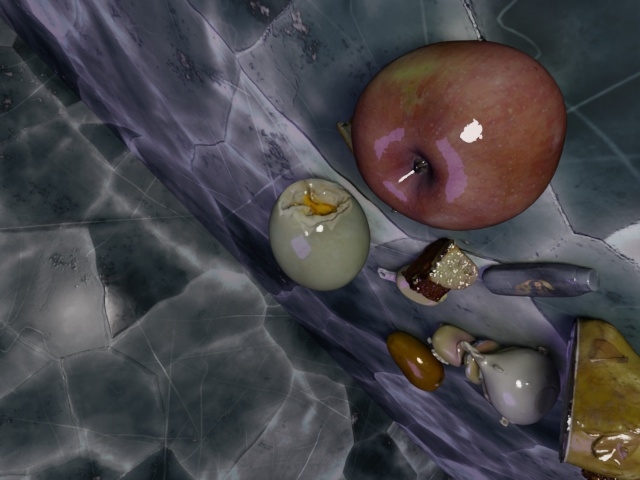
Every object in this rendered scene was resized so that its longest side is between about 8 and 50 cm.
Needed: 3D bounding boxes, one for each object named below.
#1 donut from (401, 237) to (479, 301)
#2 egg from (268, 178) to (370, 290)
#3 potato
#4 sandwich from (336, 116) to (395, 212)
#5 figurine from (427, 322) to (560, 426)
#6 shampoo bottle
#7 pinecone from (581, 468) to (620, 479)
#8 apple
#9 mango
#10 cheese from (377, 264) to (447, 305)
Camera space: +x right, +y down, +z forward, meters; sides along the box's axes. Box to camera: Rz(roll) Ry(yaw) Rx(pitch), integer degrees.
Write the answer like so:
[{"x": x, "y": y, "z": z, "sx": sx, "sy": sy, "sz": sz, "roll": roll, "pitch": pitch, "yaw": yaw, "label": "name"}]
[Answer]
[{"x": 0.303, "y": 0.073, "z": 1.027, "sx": 0.126, "sy": 0.144, "sz": 0.187, "roll": 38, "pitch": 116, "yaw": -6, "label": "donut"}, {"x": 0.000, "y": 0.000, "z": 1.142, "sx": 0.278, "sy": 0.278, "sz": 0.336, "roll": 29, "pitch": 150, "yaw": 26, "label": "egg"}, {"x": 0.600, "y": 0.322, "z": 0.822, "sx": 0.196, "sy": 0.300, "sz": 0.246, "roll": 7, "pitch": 152, "yaw": 27, "label": "potato"}, {"x": 0.147, "y": -0.173, "z": 0.823, "sx": 0.236, "sy": 0.128, "sz": 0.122, "roll": 51, "pitch": 158, "yaw": -18, "label": "sandwich"}, {"x": 0.451, "y": 0.332, "z": 1.156, "sx": 0.274, "sy": 0.227, "sz": 0.394, "roll": 40, "pitch": 173, "yaw": -30, "label": "figurine"}, {"x": 0.463, "y": 0.086, "z": 0.873, "sx": 0.087, "sy": 0.049, "sz": 0.233, "roll": 47, "pitch": 155, "yaw": -17, "label": "shampoo bottle"}, {"x": 0.759, "y": 0.554, "z": 1.041, "sx": 0.221, "sy": 0.221, "sz": 0.221, "roll": 33, "pitch": 155, "yaw": 18, "label": "pinecone"}, {"x": 0.198, "y": -0.152, "z": 0.620, "sx": 0.305, "sy": 0.235, "sz": 0.306, "roll": 26, "pitch": 137, "yaw": 28, "label": "apple"}, {"x": 0.358, "y": 0.450, "z": 1.532, "sx": 0.254, "sy": 0.139, "sz": 0.175, "roll": 47, "pitch": 153, "yaw": 3, "label": "mango"}, {"x": 0.262, "y": 0.122, "z": 1.216, "sx": 0.227, "sy": 0.064, "sz": 0.137, "roll": 14, "pitch": 141, "yaw": 44, "label": "cheese"}]
